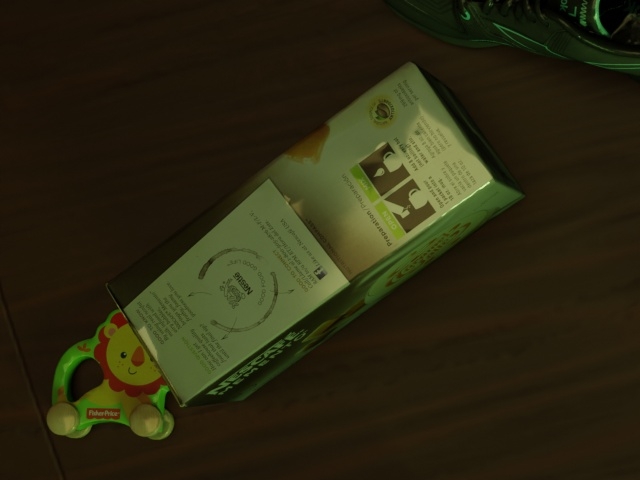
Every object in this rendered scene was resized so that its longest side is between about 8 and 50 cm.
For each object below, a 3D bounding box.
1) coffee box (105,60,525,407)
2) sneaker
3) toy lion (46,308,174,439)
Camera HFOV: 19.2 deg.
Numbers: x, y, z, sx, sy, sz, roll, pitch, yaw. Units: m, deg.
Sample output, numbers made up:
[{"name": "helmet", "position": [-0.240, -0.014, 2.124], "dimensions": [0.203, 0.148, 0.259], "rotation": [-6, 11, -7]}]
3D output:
[{"name": "coffee box", "position": [0.000, 0.000, 1.240], "dimensions": [0.246, 0.141, 0.098], "rotation": [-36, 78, 9]}, {"name": "sneaker", "position": [0.151, -0.168, 1.231], "dimensions": [0.267, 0.106, 0.101], "rotation": [15, 91, 17]}, {"name": "toy lion", "position": [-0.139, 0.091, 1.329], "dimensions": [0.100, 0.034, 0.096], "rotation": [-1, 79, 15]}]
